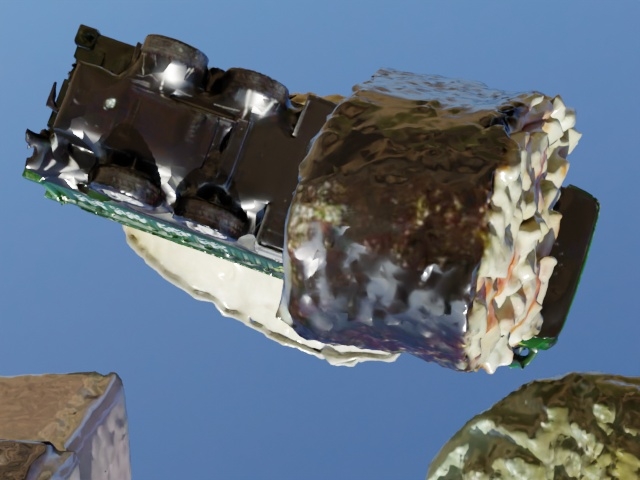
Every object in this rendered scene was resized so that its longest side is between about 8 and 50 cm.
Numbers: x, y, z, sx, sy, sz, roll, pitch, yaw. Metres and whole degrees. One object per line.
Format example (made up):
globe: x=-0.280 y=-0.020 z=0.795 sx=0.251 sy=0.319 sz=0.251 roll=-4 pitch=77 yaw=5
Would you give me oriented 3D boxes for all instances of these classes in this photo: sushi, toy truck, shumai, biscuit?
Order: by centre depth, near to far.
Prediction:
sushi: x=0.038 y=-0.009 z=0.561 sx=0.078 sy=0.090 sz=0.150 roll=13 pitch=-170 yaw=12
toy truck: x=-0.004 y=-0.021 z=0.829 sx=0.259 sy=0.088 sz=0.121 roll=19 pitch=173 yaw=2
shumai: x=0.200 y=0.191 z=0.973 sx=0.222 sy=0.225 sz=0.261 roll=10 pitch=-166 yaw=-46
biscuit: x=0.000 y=0.000 z=1.036 sx=0.265 sy=0.188 sz=0.040 roll=-1 pitch=-150 yaw=26

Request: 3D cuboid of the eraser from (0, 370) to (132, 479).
eraser: x=-0.152 y=0.125 z=0.525 sx=0.130 sy=0.086 sz=0.287 roll=-1 pitch=-162 yaw=9
